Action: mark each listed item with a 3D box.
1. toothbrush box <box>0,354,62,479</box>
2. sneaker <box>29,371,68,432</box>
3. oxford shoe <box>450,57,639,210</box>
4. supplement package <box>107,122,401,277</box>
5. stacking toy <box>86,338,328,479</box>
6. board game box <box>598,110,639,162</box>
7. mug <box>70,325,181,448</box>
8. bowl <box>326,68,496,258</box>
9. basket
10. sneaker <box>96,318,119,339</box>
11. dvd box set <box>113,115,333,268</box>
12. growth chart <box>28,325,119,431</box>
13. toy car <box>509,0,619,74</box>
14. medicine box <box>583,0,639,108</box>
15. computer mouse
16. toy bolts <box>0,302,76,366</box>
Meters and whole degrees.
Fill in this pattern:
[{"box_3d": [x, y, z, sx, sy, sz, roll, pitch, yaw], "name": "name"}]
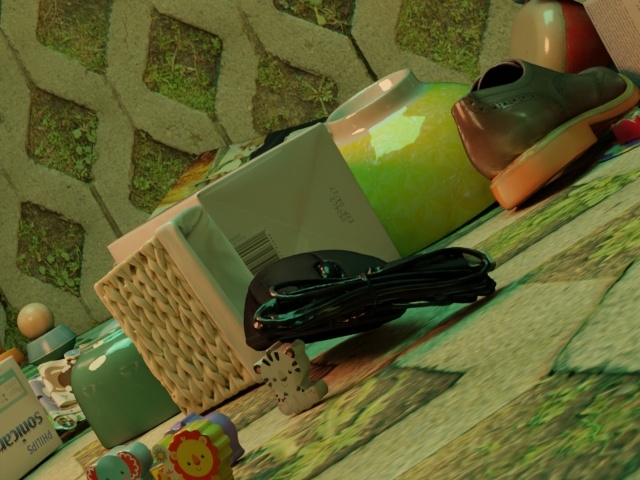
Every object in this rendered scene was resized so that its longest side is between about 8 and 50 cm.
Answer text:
[{"box_3d": [-0.469, 0.269, 1.816, 0.295, 0.126, 0.216, -27, 4, 22], "name": "toothbrush box"}, {"box_3d": [-0.380, 0.237, 2.004, 0.237, 0.085, 0.086, -29, 26, -22], "name": "sneaker"}, {"box_3d": [0.242, -0.149, 1.739, 0.130, 0.133, 0.363, -41, -3, 27], "name": "oxford shoe"}, {"box_3d": [-0.080, 0.015, 1.791, 0.175, 0.177, 0.293, -32, 4, -27], "name": "supplement package"}, {"box_3d": [-0.114, 0.153, 1.146, 0.221, 0.052, 0.167, -29, 3, 30], "name": "stacking toy"}, {"box_3d": [0.337, -0.131, 1.652, 0.133, 0.033, 0.168, -29, 3, 19], "name": "board game box"}, {"box_3d": [-0.171, 0.126, 1.619, 0.157, 0.097, 0.129, -30, 3, 10], "name": "mug"}, {"box_3d": [0.094, -0.102, 1.878, 0.289, 0.156, 0.289, -32, 13, 8], "name": "bowl"}, {"box_3d": [-0.113, 0.067, 1.479, 0.103, 0.167, 0.113, -36, 2, 13], "name": "basket"}, {"box_3d": [-0.224, 0.056, 2.625, 0.366, 0.150, 0.135, -32, 3, -24], "name": "sneaker"}, {"box_3d": [-0.109, -0.066, 2.498, 0.307, 0.062, 0.420, -14, 21, 22], "name": "dvd box set"}, {"box_3d": [-0.273, 0.164, 1.993, 0.237, 0.021, 0.172, -29, 32, -27], "name": "growth chart"}, {"box_3d": [0.366, -0.238, 2.037, 0.238, 0.219, 0.210, -1, 1, -4], "name": "toy car"}, {"box_3d": [0.471, -0.284, 1.772, 0.263, 0.149, 0.289, -31, 3, -12], "name": "medicine box"}, {"box_3d": [0.011, 0.038, 1.288, 0.188, 0.072, 0.272, -10, -5, -15], "name": "computer mouse"}, {"box_3d": [-0.501, 0.208, 2.650, 0.228, 0.158, 0.218, -29, 4, 21], "name": "toy bolts"}]
